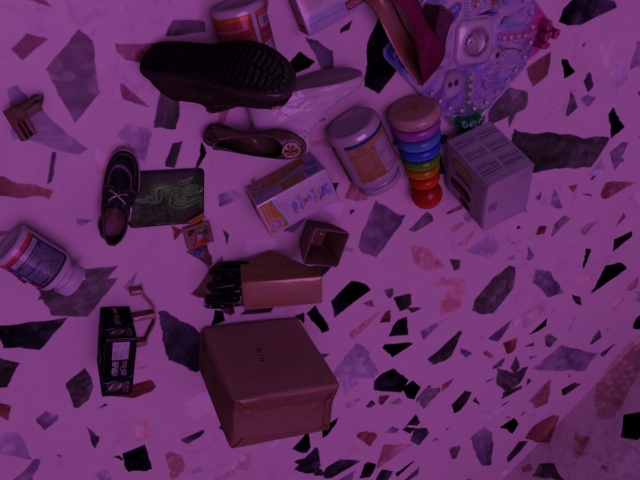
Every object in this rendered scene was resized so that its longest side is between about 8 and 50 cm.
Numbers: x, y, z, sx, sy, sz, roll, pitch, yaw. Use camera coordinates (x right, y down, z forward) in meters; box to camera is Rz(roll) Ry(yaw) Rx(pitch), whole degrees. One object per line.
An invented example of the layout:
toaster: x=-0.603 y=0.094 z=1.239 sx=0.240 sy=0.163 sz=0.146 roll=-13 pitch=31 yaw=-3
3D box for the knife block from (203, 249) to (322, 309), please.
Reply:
knife block: x=-0.164 y=0.129 z=1.664 sx=0.242 sy=0.275 sz=0.088 roll=-34 pitch=133 yaw=-42

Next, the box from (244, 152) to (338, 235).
box: x=-0.076 y=-0.120 z=1.631 sx=0.203 sy=0.114 sz=0.103 roll=-30 pitch=127 yaw=-7

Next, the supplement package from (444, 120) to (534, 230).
supplement package: x=0.465 y=-0.180 z=1.765 sx=0.149 sy=0.203 sz=0.194 roll=-25 pitch=143 yaw=-10

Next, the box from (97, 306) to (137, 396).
box: x=-0.529 y=0.285 z=1.633 sx=0.077 sy=0.147 sz=0.180 roll=0 pitch=118 yaw=-25

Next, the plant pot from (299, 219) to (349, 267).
plant pot: x=0.000 y=0.000 z=1.748 sx=0.109 sy=0.096 sz=0.109 roll=7 pitch=114 yaw=-27

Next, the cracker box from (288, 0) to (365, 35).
cracker box: x=-0.010 y=-0.603 z=1.415 sx=0.155 sy=0.067 sz=0.232 roll=-30 pitch=125 yaw=-8

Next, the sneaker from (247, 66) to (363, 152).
sneaker: x=-0.025 y=-0.312 z=1.560 sx=0.292 sy=0.108 sz=0.169 roll=-18 pitch=126 yaw=-3

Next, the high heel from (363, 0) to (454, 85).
high heel: x=0.161 y=-0.493 z=1.444 sx=0.377 sy=0.127 sz=0.182 roll=12 pitch=102 yaw=-36

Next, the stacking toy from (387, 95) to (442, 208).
stacking toy: x=0.280 y=-0.226 z=1.740 sx=0.141 sy=0.141 sz=0.330 roll=-27 pitch=132 yaw=-9

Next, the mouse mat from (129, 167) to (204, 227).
mouse mat: x=-0.382 y=-0.105 z=1.566 sx=0.189 sy=0.007 sz=0.153 roll=-7 pitch=120 yaw=-23

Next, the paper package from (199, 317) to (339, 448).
paper package: x=-0.150 y=0.379 z=1.756 sx=0.309 sy=0.325 sz=0.168 roll=-4 pitch=120 yaw=-24

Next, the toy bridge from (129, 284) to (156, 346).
toy bridge: x=-0.472 y=0.199 z=1.686 sx=0.063 sy=0.026 sz=0.188 roll=-8 pitch=121 yaw=-24

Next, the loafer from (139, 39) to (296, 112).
loafer: x=-0.207 y=-0.344 z=1.353 sx=0.134 sy=0.365 sz=0.130 roll=-65 pitch=155 yaw=-20

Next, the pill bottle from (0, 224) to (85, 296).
pill bottle: x=-0.647 y=0.054 z=1.469 sx=0.108 sy=0.108 sz=0.180 roll=-46 pitch=126 yaw=5

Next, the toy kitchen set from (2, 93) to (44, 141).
toy kitchen set: x=-0.604 y=-0.261 z=1.338 sx=0.068 sy=0.083 sz=0.075 roll=-57 pitch=139 yaw=-41

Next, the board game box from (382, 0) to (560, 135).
board game box: x=0.412 y=-0.523 z=1.669 sx=0.390 sy=0.050 sz=0.390 roll=35 pitch=99 yaw=-35

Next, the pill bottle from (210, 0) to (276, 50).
pill bottle: x=-0.159 y=-0.423 z=1.415 sx=0.121 sy=0.121 sz=0.216 roll=-22 pitch=125 yaw=-12

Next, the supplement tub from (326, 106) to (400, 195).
supplement tub: x=0.117 y=-0.228 z=1.642 sx=0.144 sy=0.144 sz=0.200 roll=-35 pitch=127 yaw=-3

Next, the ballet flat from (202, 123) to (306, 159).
ballet flat: x=-0.158 y=-0.228 z=1.503 sx=0.249 sy=0.058 sz=0.084 roll=9 pitch=131 yaw=0

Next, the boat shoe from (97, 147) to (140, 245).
boat shoe: x=-0.471 y=-0.099 z=1.482 sx=0.083 sy=0.079 sz=0.233 roll=10 pitch=112 yaw=-22

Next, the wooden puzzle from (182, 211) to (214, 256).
wooden puzzle: x=-0.316 y=-0.013 z=1.639 sx=0.078 sy=0.014 sz=0.116 roll=-23 pitch=130 yaw=-12
